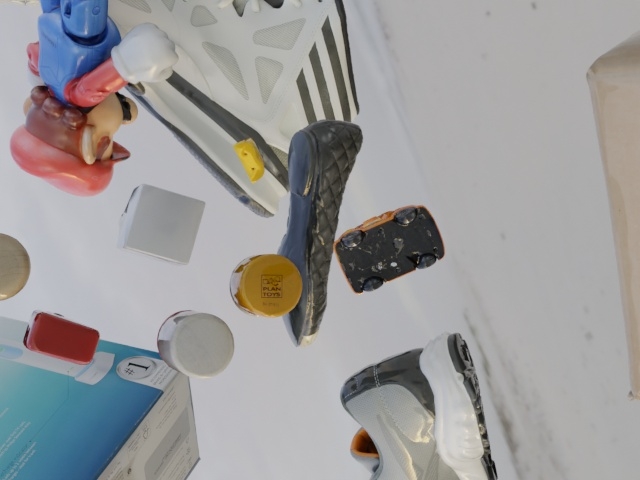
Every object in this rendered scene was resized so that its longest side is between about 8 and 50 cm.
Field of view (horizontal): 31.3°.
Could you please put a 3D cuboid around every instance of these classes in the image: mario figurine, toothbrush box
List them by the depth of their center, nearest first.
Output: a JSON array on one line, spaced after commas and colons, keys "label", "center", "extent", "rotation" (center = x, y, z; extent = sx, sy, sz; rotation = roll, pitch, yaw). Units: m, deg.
[{"label": "toothbrush box", "center": [-0.283, 0.177, 0.967], "extent": [0.216, 0.296, 0.126], "rotation": [-56, -29, -51]}, {"label": "mario figurine", "center": [-0.240, -0.195, 1.229], "extent": [0.198, 0.170, 0.320], "rotation": [-98, 16, -56]}]

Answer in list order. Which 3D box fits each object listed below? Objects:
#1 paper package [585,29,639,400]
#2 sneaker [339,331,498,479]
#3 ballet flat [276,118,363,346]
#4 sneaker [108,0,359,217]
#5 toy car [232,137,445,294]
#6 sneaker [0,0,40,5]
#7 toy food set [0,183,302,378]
[{"label": "paper package", "center": [0.399, -0.028, 0.893], "extent": [0.168, 0.325, 0.309], "rotation": [-42, -56, -51]}, {"label": "sneaker", "center": [0.086, 0.180, 0.907], "extent": [0.100, 0.108, 0.271], "rotation": [-95, -10, -50]}, {"label": "ballet flat", "center": [0.000, 0.000, 0.787], "extent": [0.057, 0.049, 0.173], "rotation": [46, 136, 49]}, {"label": "sneaker", "center": [-0.135, -0.265, 1.338], "extent": [0.447, 0.257, 0.169], "rotation": [45, 177, -10]}, {"label": "toy car", "center": [0.011, -0.026, 0.619], "extent": [0.122, 0.060, 0.040], "rotation": [48, -172, -13]}, {"label": "sneaker", "center": [-0.405, -0.348, 1.506], "extent": [0.061, 0.158, 0.064], "rotation": [128, 132, -67]}, {"label": "toy food set", "center": [-0.137, 0.020, 0.709], "extent": [0.104, 0.232, 0.111], "rotation": [174, 111, -72]}]
